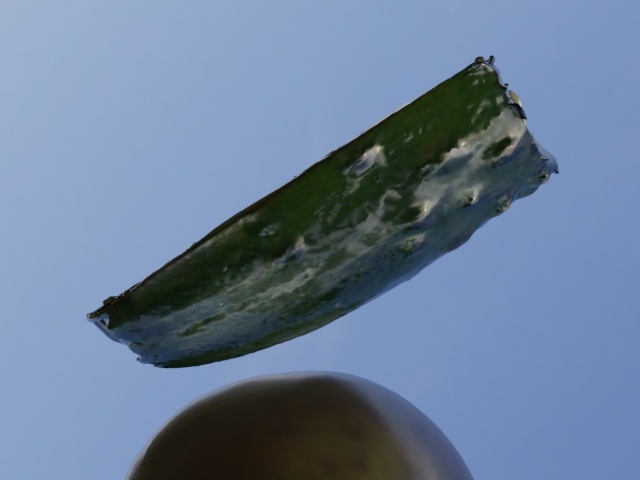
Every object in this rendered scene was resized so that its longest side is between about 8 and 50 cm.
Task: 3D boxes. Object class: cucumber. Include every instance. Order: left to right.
[{"bbox_3d":[0.001,0.002,1.160,0.325,0.105,0.145,-30,-177,2],"label":"cucumber"}]

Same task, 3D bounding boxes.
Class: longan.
[{"bbox_3d":[-0.014,0.280,1.471,0.361,0.361,0.361,-31,-146,24],"label":"longan"}]
